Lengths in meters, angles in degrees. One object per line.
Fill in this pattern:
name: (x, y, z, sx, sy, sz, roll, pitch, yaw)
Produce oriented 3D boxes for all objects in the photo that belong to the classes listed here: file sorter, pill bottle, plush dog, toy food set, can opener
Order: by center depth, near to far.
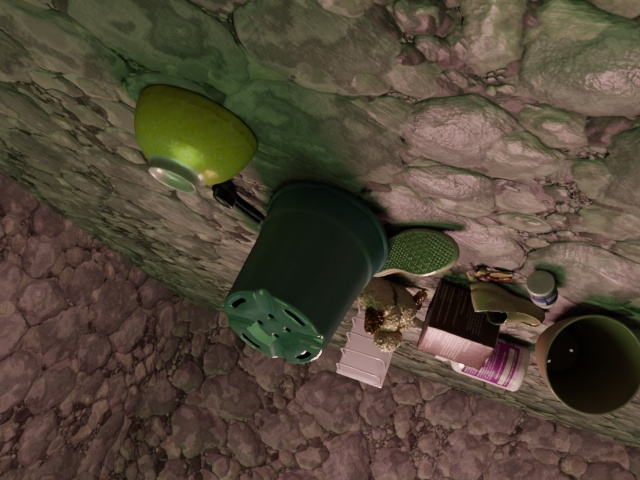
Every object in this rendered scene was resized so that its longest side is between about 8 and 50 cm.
pill bottle: (0.550, 0.125, 1.550, 0.067, 0.067, 0.120, 10, 160, 31)
toy food set: (0.450, 0.090, 1.651, 0.122, 0.019, 0.078, 3, 157, 26)
can opener: (-0.232, -0.101, 1.769, 0.059, 0.073, 0.186, -8, 144, 46)
plush dog: (0.202, 0.195, 1.988, 0.210, 0.262, 0.225, -33, 143, 28)
pill bottle: (0.566, 0.405, 2.216, 0.301, 0.169, 0.169, 19, 163, 7)
file sorter: (0.191, 0.408, 2.485, 0.193, 0.277, 0.173, 17, 161, 14)

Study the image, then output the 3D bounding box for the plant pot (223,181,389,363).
plant pot: (-0.046, 0.093, 1.523, 0.341, 0.334, 0.341, 16, 139, 15)

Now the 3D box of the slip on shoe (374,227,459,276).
slip on shoe: (0.234, 0.035, 1.614, 0.101, 0.123, 0.331, -5, 175, -35)

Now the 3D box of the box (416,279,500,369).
box: (0.416, 0.253, 1.872, 0.203, 0.167, 0.168, 19, 147, 7)

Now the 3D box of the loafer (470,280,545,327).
loafer: (0.516, 0.196, 1.753, 0.268, 0.092, 0.102, 25, 163, -23)

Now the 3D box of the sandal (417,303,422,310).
sandal: (0.289, 0.249, 2.257, 0.097, 0.054, 0.254, 22, 163, -1)

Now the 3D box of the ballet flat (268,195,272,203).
ballet flat: (-0.111, -0.058, 1.770, 0.086, 0.086, 0.248, 21, 162, -1)

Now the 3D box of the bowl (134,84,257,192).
bowl: (-0.303, -0.202, 1.416, 0.289, 0.156, 0.289, 19, 162, 6)

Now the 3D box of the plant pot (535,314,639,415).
plant pot: (0.698, 0.319, 1.729, 0.256, 0.256, 0.274, 21, 179, 0)

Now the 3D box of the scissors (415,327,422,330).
scissors: (0.525, 0.403, 2.503, 0.297, 0.021, 0.109, 12, 163, 24)
